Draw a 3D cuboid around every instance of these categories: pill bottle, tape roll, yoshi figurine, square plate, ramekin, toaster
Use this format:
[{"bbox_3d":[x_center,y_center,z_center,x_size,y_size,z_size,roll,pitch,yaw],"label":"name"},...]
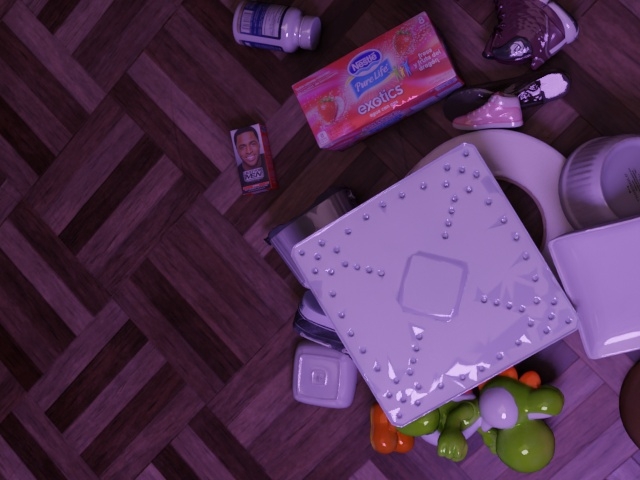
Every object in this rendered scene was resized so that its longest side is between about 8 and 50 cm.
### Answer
[{"bbox_3d":[-0.089,-0.444,1.729,0.169,0.094,0.094,13,96,16],"label":"pill bottle"},{"bbox_3d":[0.337,-0.023,1.625,0.392,0.072,0.392,1,92,18],"label":"tape roll"},{"bbox_3d":[0.292,0.373,1.591,0.362,0.203,0.203,-12,122,22],"label":"yoshi figurine"},{"bbox_3d":[0.609,0.057,1.465,0.347,0.049,0.344,-18,129,17],"label":"square plate"},{"bbox_3d":[0.547,-0.096,1.493,0.207,0.109,0.207,1,83,-11],"label":"ramekin"},{"bbox_3d":[0.000,0.000,1.702,0.227,0.129,0.146,-35,84,16],"label":"toaster"}]

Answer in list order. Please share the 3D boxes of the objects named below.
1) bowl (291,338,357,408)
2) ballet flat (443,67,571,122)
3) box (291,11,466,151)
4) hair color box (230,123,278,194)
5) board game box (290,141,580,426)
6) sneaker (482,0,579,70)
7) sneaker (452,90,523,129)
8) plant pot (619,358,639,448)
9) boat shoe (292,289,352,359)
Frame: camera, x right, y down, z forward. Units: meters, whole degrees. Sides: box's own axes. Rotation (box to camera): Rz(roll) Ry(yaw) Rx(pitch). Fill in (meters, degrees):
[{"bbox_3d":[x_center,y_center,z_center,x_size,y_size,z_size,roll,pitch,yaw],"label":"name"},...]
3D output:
[{"bbox_3d":[0.004,0.284,1.751,0.142,0.053,0.142,6,92,16],"label":"bowl"},{"bbox_3d":[0.363,-0.285,1.620,0.250,0.058,0.084,-14,115,23],"label":"ballet flat"},{"bbox_3d":[0.119,-0.305,1.641,0.300,0.154,0.142,-26,84,18],"label":"box"},{"bbox_3d":[-0.142,-0.174,1.782,0.072,0.043,0.141,-13,88,18],"label":"hair color box"},{"bbox_3d":[0.206,0.083,1.523,0.390,0.050,0.390,-31,88,8],"label":"board game box"},{"bbox_3d":[0.344,-0.439,1.592,0.281,0.106,0.162,46,107,10],"label":"sneaker"},{"bbox_3d":[0.319,-0.251,1.590,0.134,0.051,0.070,-1,113,18],"label":"sneaker"},{"bbox_3d":[0.653,0.321,1.447,0.237,0.254,0.237,1,94,17],"label":"plant pot"},{"bbox_3d":[0.091,0.204,1.683,0.306,0.113,0.105,18,123,-5],"label":"boat shoe"}]
